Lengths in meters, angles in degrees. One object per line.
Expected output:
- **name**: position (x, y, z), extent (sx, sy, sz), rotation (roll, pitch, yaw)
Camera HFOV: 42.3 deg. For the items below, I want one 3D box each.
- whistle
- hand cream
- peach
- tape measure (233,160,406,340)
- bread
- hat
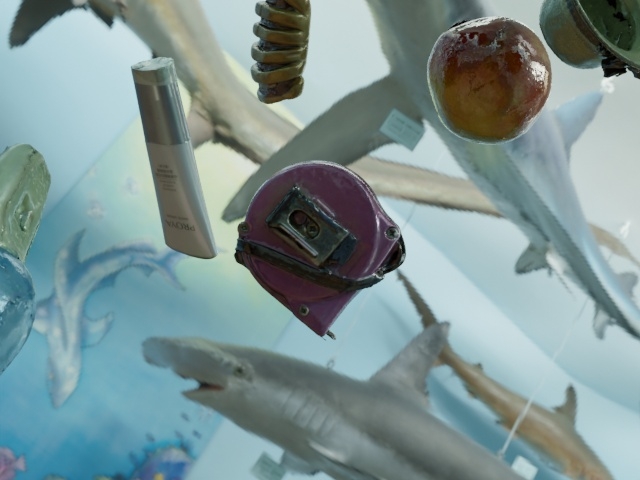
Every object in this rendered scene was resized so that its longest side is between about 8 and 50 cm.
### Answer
- **whistle**: position (-0.171, 0.052, 0.376), extent (0.077, 0.236, 0.114), rotation (8, -37, 7)
- **hand cream**: position (-0.176, -0.091, 0.999), extent (0.079, 0.048, 0.255), rotation (12, -57, 32)
- **peach**: position (0.305, -0.294, 1.507), extent (0.231, 0.231, 0.231), rotation (27, -27, 15)
- **tape measure**: position (0.000, 0.000, 0.652), extent (0.125, 0.118, 0.074), rotation (37, 5, 2)
- **bread**: position (-0.074, -0.346, 1.445), extent (0.134, 0.081, 0.225), rotation (38, -55, 56)
- **hat**: position (0.403, -0.331, 1.222), extent (0.257, 0.257, 0.130), rotation (40, -36, -12)
